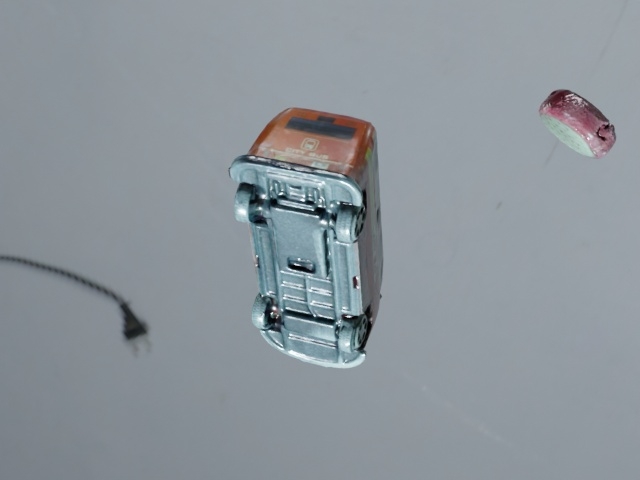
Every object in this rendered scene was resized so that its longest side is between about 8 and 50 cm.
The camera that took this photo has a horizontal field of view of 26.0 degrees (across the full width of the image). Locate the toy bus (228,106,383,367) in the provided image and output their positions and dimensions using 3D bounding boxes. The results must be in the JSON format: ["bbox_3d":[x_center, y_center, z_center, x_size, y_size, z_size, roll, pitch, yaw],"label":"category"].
[{"bbox_3d":[0.000,0.000,1.291,0.121,0.119,0.265,12,139,16],"label":"toy bus"}]

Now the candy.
[{"bbox_3d":[0.319,-0.144,1.716,0.103,0.103,0.043,39,86,5],"label":"candy"}]
